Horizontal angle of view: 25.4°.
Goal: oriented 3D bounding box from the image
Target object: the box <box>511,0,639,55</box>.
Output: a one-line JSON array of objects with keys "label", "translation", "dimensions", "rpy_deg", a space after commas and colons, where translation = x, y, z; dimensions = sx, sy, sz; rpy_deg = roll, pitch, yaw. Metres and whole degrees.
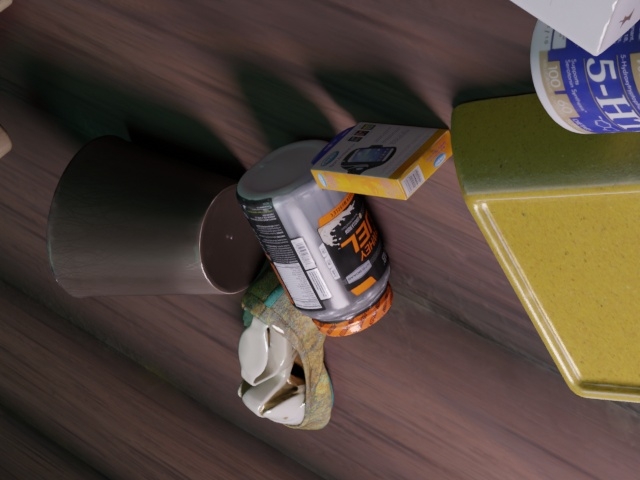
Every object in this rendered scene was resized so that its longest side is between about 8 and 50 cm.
[{"label": "box", "translation": [0.108, -0.318, 0.898], "dimensions": [0.345, 0.168, 0.215], "rpy_deg": [37, 149, 17]}]

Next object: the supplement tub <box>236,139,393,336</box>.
[{"label": "supplement tub", "translation": [0.000, 0.000, 1.487], "dimensions": [0.117, 0.117, 0.190], "rpy_deg": [9, 134, 48]}]

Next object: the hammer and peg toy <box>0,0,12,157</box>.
[{"label": "hammer and peg toy", "translation": [-0.482, -0.275, 1.767], "dimensions": [0.361, 0.127, 0.266], "rpy_deg": [50, 149, -6]}]

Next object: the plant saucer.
[{"label": "plant saucer", "translation": [0.272, 0.028, 1.205], "dimensions": [0.332, 0.081, 0.333], "rpy_deg": [-1, 126, 54]}]

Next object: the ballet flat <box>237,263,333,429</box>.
[{"label": "ballet flat", "translation": [-0.051, 0.153, 1.747], "dimensions": [0.123, 0.123, 0.348], "rpy_deg": [34, 149, 22]}]

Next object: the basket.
[{"label": "basket", "translation": [-0.183, -0.017, 1.665], "dimensions": [0.227, 0.204, 0.154], "rpy_deg": [8, 167, 36]}]

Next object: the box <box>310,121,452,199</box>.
[{"label": "box", "translation": [0.054, -0.078, 1.356], "dimensions": [0.136, 0.081, 0.028], "rpy_deg": [9, 134, 49]}]

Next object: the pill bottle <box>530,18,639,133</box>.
[{"label": "pill bottle", "translation": [0.251, -0.133, 0.999], "dimensions": [0.186, 0.112, 0.112], "rpy_deg": [1, 128, 52]}]
